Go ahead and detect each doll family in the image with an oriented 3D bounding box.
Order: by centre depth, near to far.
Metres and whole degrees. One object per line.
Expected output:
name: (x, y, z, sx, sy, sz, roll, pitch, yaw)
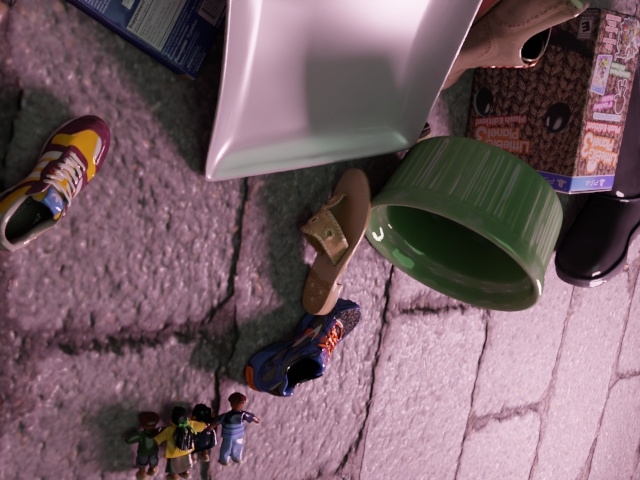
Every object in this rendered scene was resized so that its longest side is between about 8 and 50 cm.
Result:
doll family: (-0.178, 0.277, 0.941, 0.192, 0.076, 0.112, -4, 102, -45)

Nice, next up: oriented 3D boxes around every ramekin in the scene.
ramekin: (0.229, -0.028, 1.041, 0.303, 0.303, 0.148, 46, 66, -39)

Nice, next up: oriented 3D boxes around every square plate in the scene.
square plate: (0.025, -0.229, 0.832, 0.343, 0.049, 0.347, -12, 146, -24)

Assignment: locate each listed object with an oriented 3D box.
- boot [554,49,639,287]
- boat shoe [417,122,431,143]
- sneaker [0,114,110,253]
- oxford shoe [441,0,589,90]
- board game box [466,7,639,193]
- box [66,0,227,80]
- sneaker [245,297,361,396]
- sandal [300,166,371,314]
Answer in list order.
boot: (0.610, -0.172, 1.409, 0.367, 0.146, 0.446, -41, 131, -35)
boat shoe: (0.122, -0.180, 1.056, 0.152, 0.056, 0.049, -18, 120, -35)
sneaker: (-0.291, -0.061, 0.722, 0.186, 0.083, 0.069, -53, 130, -13)
oxford shoe: (0.246, -0.283, 0.949, 0.130, 0.348, 0.123, 44, 76, -2)
board game box: (0.399, -0.248, 1.152, 0.141, 0.232, 0.291, -6, 108, -38)
box: (-0.209, -0.302, 0.746, 0.225, 0.036, 0.137, 29, 84, -42)
sneaker: (-0.010, 0.176, 1.037, 0.221, 0.087, 0.083, -39, 126, -25)
sandal: (0.004, 0.002, 0.995, 0.079, 0.088, 0.240, 5, 106, -42)
